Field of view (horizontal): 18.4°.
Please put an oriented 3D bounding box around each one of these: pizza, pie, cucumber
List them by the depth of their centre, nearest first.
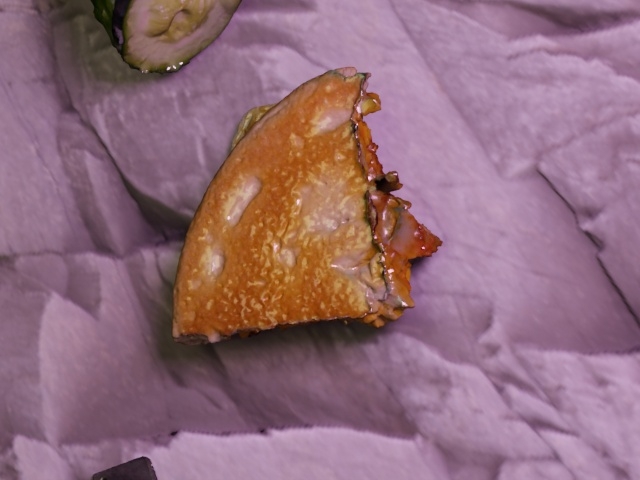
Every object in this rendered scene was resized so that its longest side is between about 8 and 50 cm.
[{"bbox_3d":[0.000,0.000,1.674,0.229,0.081,0.289,36,100,32],"label":"pizza"},{"bbox_3d":[-0.042,-0.086,1.753,0.084,0.020,0.084,-7,75,26],"label":"pie"},{"bbox_3d":[-0.178,-0.276,1.821,0.134,0.134,0.244,-43,53,13],"label":"cucumber"}]

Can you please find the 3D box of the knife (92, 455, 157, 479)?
[{"bbox_3d":[-0.151,0.309,1.721,0.072,0.019,0.245,-21,67,21],"label":"knife"}]
